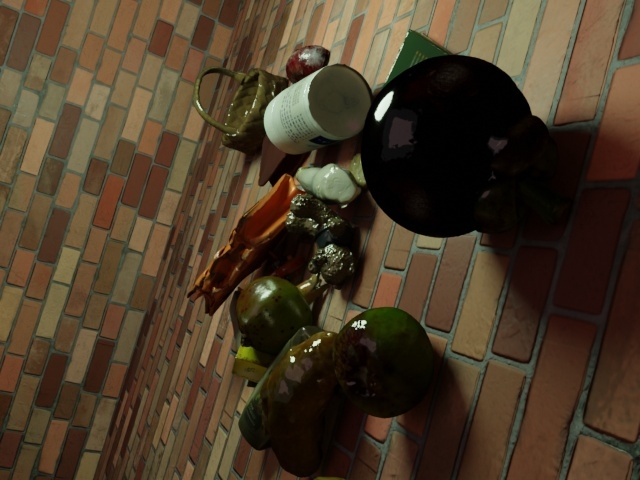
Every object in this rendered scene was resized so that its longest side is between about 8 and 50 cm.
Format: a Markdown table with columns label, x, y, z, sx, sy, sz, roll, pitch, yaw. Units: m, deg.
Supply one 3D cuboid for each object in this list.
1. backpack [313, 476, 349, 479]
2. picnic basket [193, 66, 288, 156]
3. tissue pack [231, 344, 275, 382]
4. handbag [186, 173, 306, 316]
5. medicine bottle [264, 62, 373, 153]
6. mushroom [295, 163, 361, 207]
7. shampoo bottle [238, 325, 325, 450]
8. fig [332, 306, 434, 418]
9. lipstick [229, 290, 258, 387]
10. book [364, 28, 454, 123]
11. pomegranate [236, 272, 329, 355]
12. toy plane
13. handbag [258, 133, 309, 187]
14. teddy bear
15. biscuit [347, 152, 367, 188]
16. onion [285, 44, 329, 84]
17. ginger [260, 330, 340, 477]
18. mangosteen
| label | x | y | z | sx | sy | sz | roll | pitch | yaw |
| --- | --- | --- | --- | --- | --- | --- | --- | --- | --- |
| backpack | -0.008 | 0.568 | 1.100 | 0.378 | 0.201 | 0.353 | -60 | 30 | 32 |
| picnic basket | -0.315 | -0.497 | 2.373 | 0.337 | 0.337 | 0.292 | -38 | 40 | 52 |
| tissue pack | -0.159 | 0.281 | 1.678 | 0.176 | 0.095 | 0.062 | -71 | 1 | -60 |
| handbag | -0.203 | 0.012 | 1.853 | 0.410 | 0.116 | 0.303 | -49 | -1 | 41 |
| medicine bottle | -0.016 | -0.347 | 1.772 | 0.332 | 0.190 | 0.189 | -1 | 72 | 65 |
| mushroom | 0.016 | -0.139 | 1.648 | 0.097 | 0.109 | 0.351 | -55 | 17 | -3 |
| shampoo bottle | -0.082 | 0.346 | 1.544 | 0.125 | 0.084 | 0.350 | 49 | 121 | 30 |
| fig | 0.113 | 0.203 | 1.145 | 0.181 | 0.181 | 0.191 | -53 | 6 | 36 |
| lipstick | -0.196 | 0.272 | 1.857 | 0.371 | 0.076 | 0.079 | -118 | 42 | -58 |
| book | 0.211 | -0.307 | 1.443 | 0.260 | 0.043 | 0.371 | -64 | 24 | 23 |
| pomegranate | -0.091 | 0.170 | 1.592 | 0.246 | 0.198 | 0.198 | -31 | 38 | 16 |
| toy plane | -0.133 | 0.090 | 1.768 | 0.077 | 0.194 | 0.126 | 141 | 120 | -84 |
| handbag | -0.115 | -0.322 | 2.115 | 0.260 | 0.084 | 0.275 | -50 | 31 | 45 |
| teddy bear | 0.018 | -0.008 | 1.547 | 0.182 | 0.129 | 0.251 | 101 | 145 | -57 |
| biscuit | 0.099 | -0.173 | 1.613 | 0.071 | 0.018 | 0.147 | -65 | 23 | 14 |
| onion | -0.058 | -0.569 | 2.135 | 0.206 | 0.098 | 0.151 | -29 | 47 | 57 |
| ginger | -0.035 | 0.333 | 1.376 | 0.321 | 0.172 | 0.165 | -70 | -16 | 11 |
| mangosteen | 0.211 | -0.146 | 1.021 | 0.313 | 0.297 | 0.296 | 14 | 87 | 70 |
